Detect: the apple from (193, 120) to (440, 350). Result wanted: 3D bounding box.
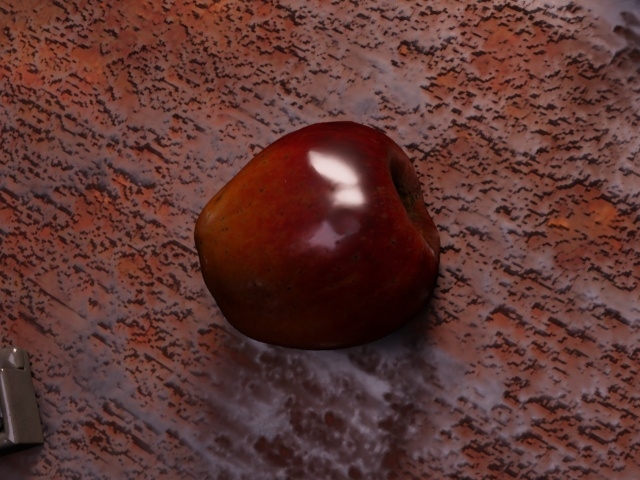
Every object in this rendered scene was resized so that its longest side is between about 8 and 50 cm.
[{"bbox_3d":[-0.005,0.003,0.892,0.158,0.147,0.156,-22,95,16],"label":"apple"}]

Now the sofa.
[{"bbox_3d":[-0.302,0.140,1.015,0.147,0.060,0.085,-17,75,16],"label":"sofa"}]
